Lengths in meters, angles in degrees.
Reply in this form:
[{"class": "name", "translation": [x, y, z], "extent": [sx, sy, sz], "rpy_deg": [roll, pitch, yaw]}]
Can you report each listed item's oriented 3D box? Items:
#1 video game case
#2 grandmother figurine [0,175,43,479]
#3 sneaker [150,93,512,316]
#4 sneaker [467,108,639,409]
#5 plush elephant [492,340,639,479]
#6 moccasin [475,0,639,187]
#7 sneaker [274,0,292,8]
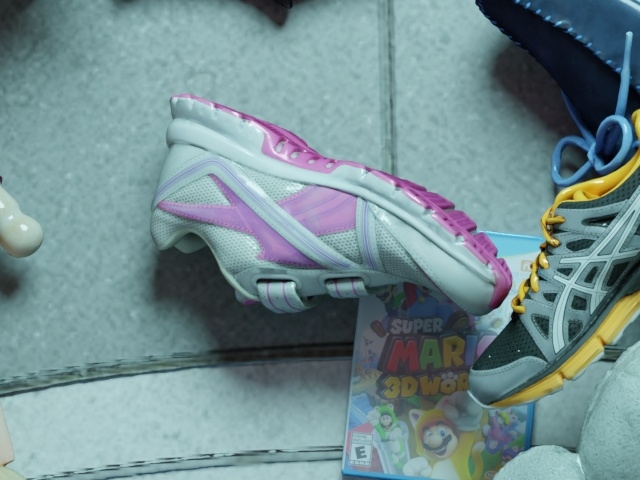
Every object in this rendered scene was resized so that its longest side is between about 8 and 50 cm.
[{"class": "video game case", "translation": [0.081, 0.074, 1.128], "extent": [0.119, 0.015, 0.166], "rpy_deg": [6, 79, 4]}, {"class": "grandmother figurine", "translation": [-0.282, 0.014, 1.116], "extent": [0.208, 0.104, 0.342], "rpy_deg": [-18, 81, -15]}, {"class": "sneaker", "translation": [0.000, 0.000, 1.101], "extent": [0.252, 0.103, 0.111], "rpy_deg": [24, 95, 24]}, {"class": "sneaker", "translation": [0.157, 0.012, 1.026], "extent": [0.083, 0.084, 0.215], "rpy_deg": [42, 102, -4]}, {"class": "plush elephant", "translation": [0.243, 0.160, 0.989], "extent": [0.272, 0.330, 0.255], "rpy_deg": [-38, 60, -1]}, {"class": "moccasin", "translation": [0.228, -0.055, 1.086], "extent": [0.342, 0.138, 0.117], "rpy_deg": [37, 87, 10]}, {"class": "sneaker", "translation": [-0.043, -0.191, 1.166], "extent": [0.170, 0.051, 0.089], "rpy_deg": [-26, 74, -6]}]
